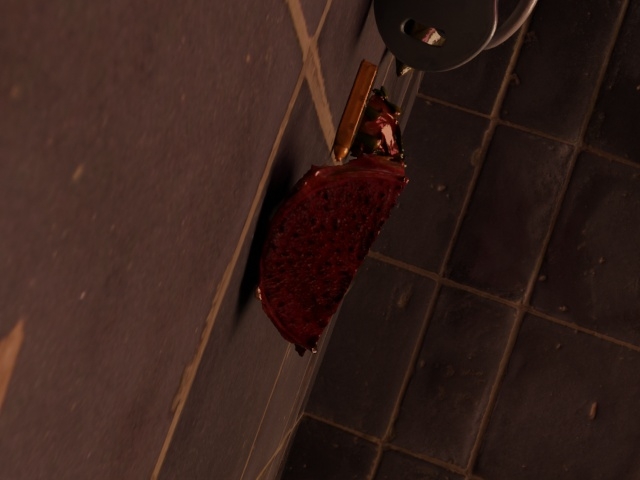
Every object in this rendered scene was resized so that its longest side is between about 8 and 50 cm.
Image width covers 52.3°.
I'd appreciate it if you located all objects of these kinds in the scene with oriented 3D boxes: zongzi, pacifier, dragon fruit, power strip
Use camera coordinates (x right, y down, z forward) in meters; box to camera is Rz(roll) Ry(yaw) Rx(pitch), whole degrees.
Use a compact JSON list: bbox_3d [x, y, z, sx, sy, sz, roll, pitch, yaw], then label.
[{"bbox_3d":[0.229,-0.489,1.333,0.274,0.125,0.250,-55,165,-47],"label":"zongzi"},{"bbox_3d":[0.154,-0.361,0.855,0.226,0.238,0.287,-16,134,-46],"label":"pacifier"},{"bbox_3d":[-0.009,-0.006,0.813,0.161,0.126,0.274,-81,-163,-69],"label":"dragon fruit"},{"bbox_3d":[0.057,-0.216,1.094,0.049,0.028,0.178,24,86,-84],"label":"power strip"},{"bbox_3d":[0.114,-0.208,1.307,0.142,0.175,0.138,-41,174,22],"label":"dragon fruit"}]

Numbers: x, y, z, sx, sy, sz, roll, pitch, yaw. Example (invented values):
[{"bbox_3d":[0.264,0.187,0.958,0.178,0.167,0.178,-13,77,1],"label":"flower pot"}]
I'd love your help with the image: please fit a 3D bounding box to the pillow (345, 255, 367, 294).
[{"bbox_3d":[0.042,0.022,1.323,0.250,0.106,0.186,104,2,-51],"label":"pillow"}]
